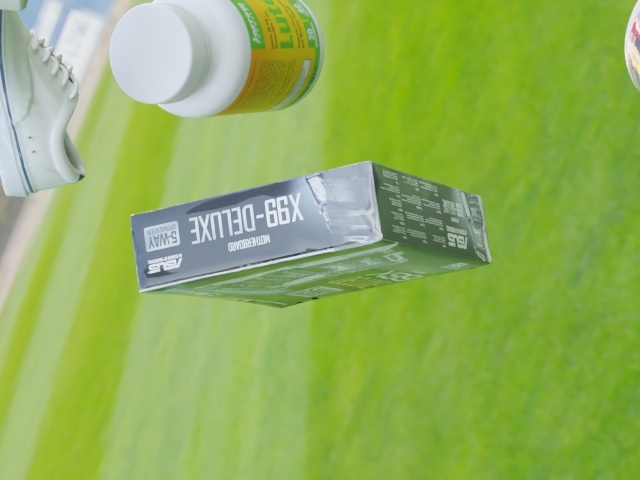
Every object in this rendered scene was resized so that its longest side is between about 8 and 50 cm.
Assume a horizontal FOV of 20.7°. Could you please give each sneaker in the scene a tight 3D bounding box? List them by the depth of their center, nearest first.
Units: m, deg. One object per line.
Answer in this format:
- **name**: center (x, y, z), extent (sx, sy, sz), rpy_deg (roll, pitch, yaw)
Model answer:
- **sneaker**: center (-0.281, -0.158, 1.691), extent (0.094, 0.091, 0.258), rpy_deg (-106, 9, -47)

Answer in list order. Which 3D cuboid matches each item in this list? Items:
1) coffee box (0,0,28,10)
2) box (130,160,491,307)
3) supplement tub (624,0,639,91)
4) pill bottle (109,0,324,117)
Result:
- **coffee box**: center (-0.355, -0.408, 1.220), extent (0.334, 0.337, 0.338), rpy_deg (104, 171, -61)
- **box**: center (0.000, 0.000, 1.674), extent (0.307, 0.242, 0.076), rpy_deg (12, -112, -67)
- **supplement tub**: center (0.423, -0.155, 1.735), extent (0.272, 0.191, 0.191), rpy_deg (-103, 35, -59)
- **pill bottle**: center (-0.110, -0.199, 1.852), extent (0.245, 0.136, 0.136), rpy_deg (-13, -48, -60)
